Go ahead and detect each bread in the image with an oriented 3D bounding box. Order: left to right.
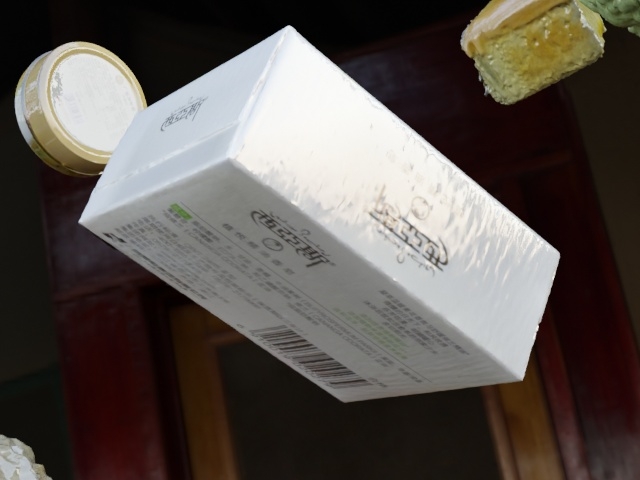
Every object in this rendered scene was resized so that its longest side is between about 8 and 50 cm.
[{"bbox_3d":[0.276,-0.268,1.499,0.169,0.140,0.160,-26,16,37],"label":"bread"}]

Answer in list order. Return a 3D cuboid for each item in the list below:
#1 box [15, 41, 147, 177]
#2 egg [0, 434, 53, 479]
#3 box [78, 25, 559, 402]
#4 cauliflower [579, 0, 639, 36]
[{"bbox_3d":[-0.186,-0.103,0.951,0.105,0.105,0.037,6,-19,-43],"label":"box"},{"bbox_3d":[-0.298,0.288,0.901,0.279,0.279,0.310,3,-55,-37],"label":"egg"},{"bbox_3d":[0.000,0.000,0.816,0.260,0.111,0.194,39,-32,-25],"label":"box"},{"bbox_3d":[0.321,-0.313,1.098,0.275,0.272,0.250,6,-63,-40],"label":"cauliflower"}]
